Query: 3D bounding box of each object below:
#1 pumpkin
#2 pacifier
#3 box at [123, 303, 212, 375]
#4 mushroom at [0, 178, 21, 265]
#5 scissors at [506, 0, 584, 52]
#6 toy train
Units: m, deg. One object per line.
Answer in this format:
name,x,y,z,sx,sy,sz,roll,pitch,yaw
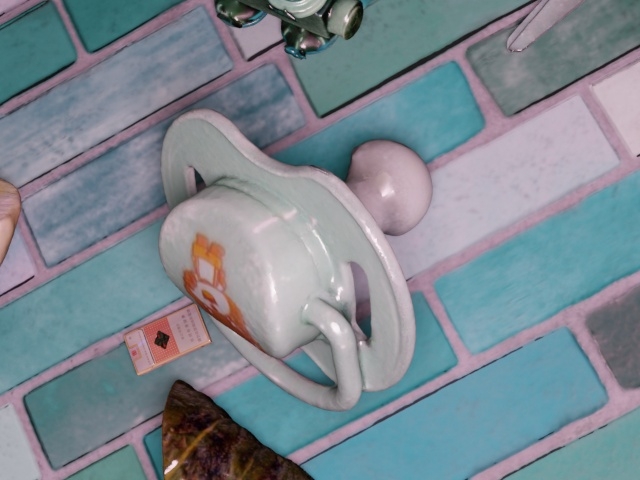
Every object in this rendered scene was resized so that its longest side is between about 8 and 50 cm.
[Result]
pumpkin,-0.061,0.252,1.245,0.163,0.111,0.279,-8,73,6
pacifier,0.000,0.000,1.260,0.269,0.288,0.343,-29,45,-30
box,-0.157,0.101,1.353,0.083,0.012,0.046,-24,73,4
mushroom,-0.405,0.022,1.385,0.236,0.173,0.162,43,133,54
scissors,0.353,-0.345,1.341,0.447,0.029,0.192,-44,71,-1
toy train,-0.033,-0.295,1.379,0.203,0.112,0.163,26,77,17
